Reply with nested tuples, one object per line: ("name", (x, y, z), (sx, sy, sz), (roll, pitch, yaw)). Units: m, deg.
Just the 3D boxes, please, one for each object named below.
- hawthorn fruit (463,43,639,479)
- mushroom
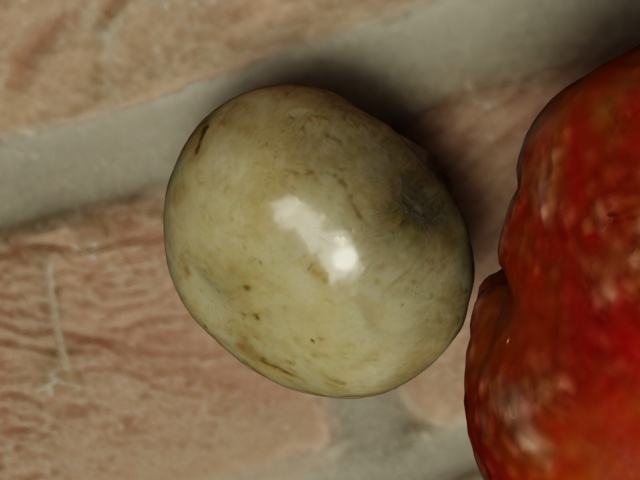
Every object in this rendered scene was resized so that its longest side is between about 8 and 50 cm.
("hawthorn fruit", (0.190, 0.044, 0.636), (0.284, 0.284, 0.284), (6, 116, 12))
("mushroom", (0.000, 0.000, 0.740), (0.166, 0.127, 0.166), (22, 132, 27))
